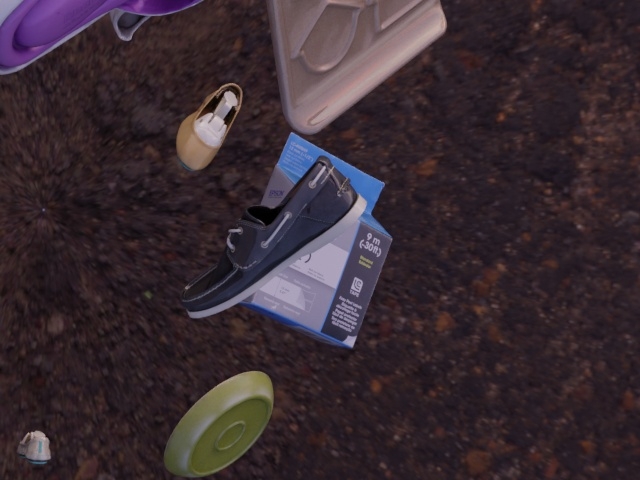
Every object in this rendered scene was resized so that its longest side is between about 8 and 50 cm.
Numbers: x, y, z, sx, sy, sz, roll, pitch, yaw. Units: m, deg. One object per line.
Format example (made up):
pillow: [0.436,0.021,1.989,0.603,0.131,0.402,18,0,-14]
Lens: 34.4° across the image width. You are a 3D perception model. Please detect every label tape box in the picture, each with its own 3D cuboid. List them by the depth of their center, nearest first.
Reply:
label tape box: [0.000,0.000,1.978,0.249,0.115,0.348,27,80,-31]

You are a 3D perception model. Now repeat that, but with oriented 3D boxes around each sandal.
sandal: [-0.112,-0.253,0.882,0.416,0.169,0.102,-41,86,-19]

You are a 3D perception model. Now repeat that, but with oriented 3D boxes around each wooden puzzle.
wooden puzzle: [0.032,-0.357,1.306,0.322,0.080,0.348,-41,138,-30]

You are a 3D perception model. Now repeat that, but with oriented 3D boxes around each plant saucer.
plant saucer: [-0.168,0.336,1.830,0.241,0.241,0.037,-43,61,-10]

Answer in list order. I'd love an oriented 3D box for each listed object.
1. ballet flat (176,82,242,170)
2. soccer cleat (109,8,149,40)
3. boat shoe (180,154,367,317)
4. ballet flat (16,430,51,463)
ballet flat: [-0.191,-0.209,1.806,0.080,0.232,0.073,39,124,-18]
soccer cleat: [-0.245,-0.366,1.463,0.068,0.196,0.076,6,53,-32]
boat shoe: [-0.064,-0.002,1.102,0.233,0.084,0.079,-35,110,16]
ballet flat: [-0.506,0.365,1.845,0.057,0.168,0.053,6,81,-24]
